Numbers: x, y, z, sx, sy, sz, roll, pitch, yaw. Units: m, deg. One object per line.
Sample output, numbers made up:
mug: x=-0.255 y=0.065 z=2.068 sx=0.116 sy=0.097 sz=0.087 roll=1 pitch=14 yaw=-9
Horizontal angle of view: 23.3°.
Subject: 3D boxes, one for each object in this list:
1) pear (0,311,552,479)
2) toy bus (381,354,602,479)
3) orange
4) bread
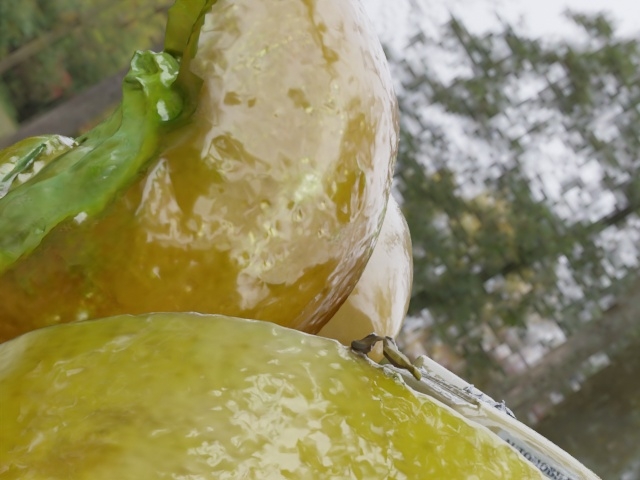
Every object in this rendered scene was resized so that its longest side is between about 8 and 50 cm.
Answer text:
pear: x=-0.036 y=0.156 z=0.350 sx=0.267 sy=0.267 sz=0.178 roll=59 pitch=17 yaw=-5
toy bus: x=0.094 y=0.213 z=1.260 sx=0.177 sy=0.202 sz=0.365 roll=33 pitch=-3 yaw=-8
orange: x=-0.060 y=-0.016 z=0.632 sx=0.158 sy=0.237 sz=0.179 roll=44 pitch=-15 yaw=2
bread: x=0.000 y=0.000 z=1.023 sx=0.147 sy=0.098 sz=0.217 roll=36 pitch=20 yaw=-9
